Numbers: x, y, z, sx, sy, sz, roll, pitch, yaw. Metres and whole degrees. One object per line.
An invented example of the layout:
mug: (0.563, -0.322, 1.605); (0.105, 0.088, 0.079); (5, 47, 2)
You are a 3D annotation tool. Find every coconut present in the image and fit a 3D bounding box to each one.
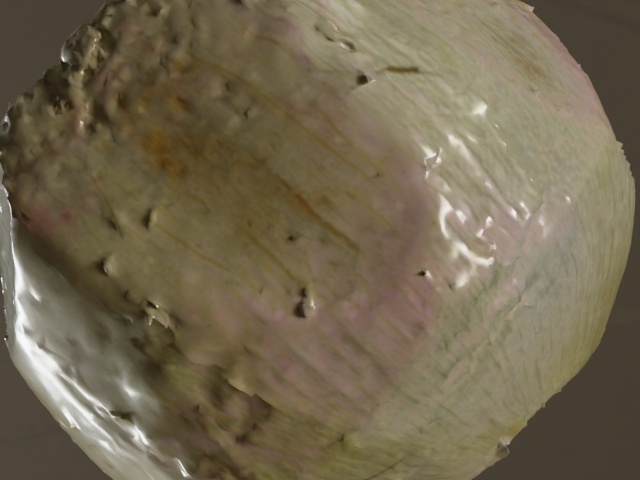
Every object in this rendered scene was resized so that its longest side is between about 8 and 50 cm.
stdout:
coconut: (0.000, 0.000, 0.898); (0.254, 0.297, 0.297); (38, -68, 6)
